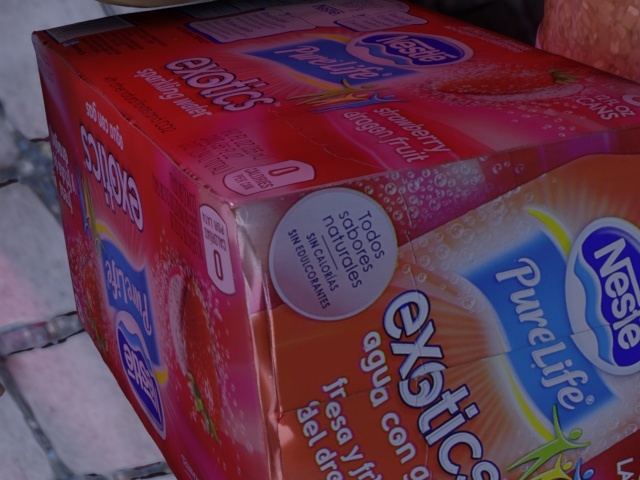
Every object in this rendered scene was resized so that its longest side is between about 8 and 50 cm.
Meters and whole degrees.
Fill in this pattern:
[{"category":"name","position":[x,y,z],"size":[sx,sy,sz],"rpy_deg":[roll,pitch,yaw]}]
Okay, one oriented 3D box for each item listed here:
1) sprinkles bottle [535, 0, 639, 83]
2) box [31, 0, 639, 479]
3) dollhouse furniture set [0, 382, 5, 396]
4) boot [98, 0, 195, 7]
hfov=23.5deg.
[{"category":"sprinkles bottle","position":[0.124,0.014,0.527],"size":[0.121,0.121,0.355],"rpy_deg":[14,122,20]},{"category":"box","position":[0.000,0.000,0.485],"size":[0.257,0.128,0.123],"rpy_deg":[-142,42,-64]},{"category":"dollhouse furniture set","position":[-0.236,0.014,0.624],"size":[0.135,0.259,0.262],"rpy_deg":[20,129,28]},{"category":"boot","position":[-0.146,-0.158,0.565],"size":[0.211,0.295,0.104],"rpy_deg":[41,134,53]}]
